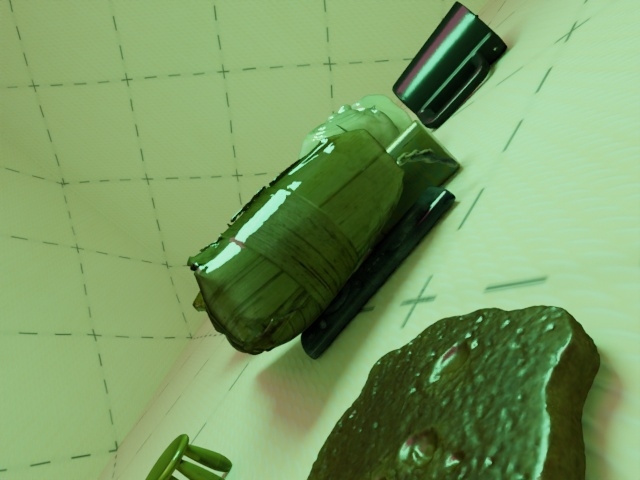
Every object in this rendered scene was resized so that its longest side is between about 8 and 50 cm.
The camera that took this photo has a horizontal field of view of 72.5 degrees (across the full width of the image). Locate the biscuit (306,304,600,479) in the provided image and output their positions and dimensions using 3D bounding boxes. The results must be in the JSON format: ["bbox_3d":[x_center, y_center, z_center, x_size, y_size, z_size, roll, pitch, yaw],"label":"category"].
[{"bbox_3d":[0.090,0.168,0.368,0.257,0.049,0.273,-52,11,-34],"label":"biscuit"}]

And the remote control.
[{"bbox_3d":[0.098,0.055,0.803,0.378,0.044,0.107,-49,5,2],"label":"remote control"}]

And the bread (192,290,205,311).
[{"bbox_3d":[-0.198,0.153,1.245,0.279,0.225,0.250,-9,46,59],"label":"bread"}]

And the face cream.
[{"bbox_3d":[0.138,-0.099,0.902,0.285,0.139,0.067,-45,21,18],"label":"face cream"}]

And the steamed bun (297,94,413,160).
[{"bbox_3d":[0.109,-0.178,1.092,0.339,0.247,0.352,-43,-20,-33],"label":"steamed bun"}]

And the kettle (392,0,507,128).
[{"bbox_3d":[0.401,-0.512,1.336,0.203,0.262,0.308,-1,-41,-53],"label":"kettle"}]

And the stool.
[{"bbox_3d":[-0.216,0.395,0.713,0.134,0.110,0.135,-41,12,36],"label":"stool"}]

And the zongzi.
[{"bbox_3d":[-0.022,0.004,0.885,0.500,0.218,0.467,-46,-4,-19],"label":"zongzi"}]

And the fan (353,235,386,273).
[{"bbox_3d":[0.113,0.013,1.004,0.152,0.008,0.227,-41,13,40],"label":"fan"}]
